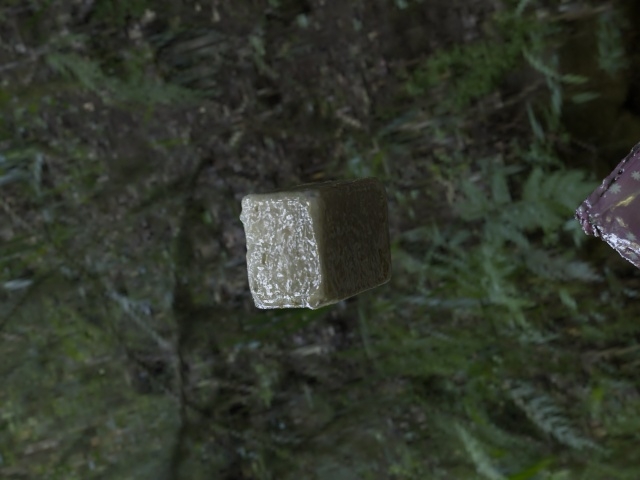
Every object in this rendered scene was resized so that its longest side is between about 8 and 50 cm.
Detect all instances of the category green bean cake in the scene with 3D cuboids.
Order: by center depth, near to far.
[{"bbox_3d":[0.000,0.000,1.132,0.179,0.085,0.109,-18,-77,-65],"label":"green bean cake"}]

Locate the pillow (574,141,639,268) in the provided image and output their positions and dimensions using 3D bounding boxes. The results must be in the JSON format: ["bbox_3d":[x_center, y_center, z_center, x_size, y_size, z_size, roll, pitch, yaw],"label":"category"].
[{"bbox_3d":[0.279,-0.053,0.853,0.118,0.185,0.043,36,180,-10],"label":"pillow"}]
